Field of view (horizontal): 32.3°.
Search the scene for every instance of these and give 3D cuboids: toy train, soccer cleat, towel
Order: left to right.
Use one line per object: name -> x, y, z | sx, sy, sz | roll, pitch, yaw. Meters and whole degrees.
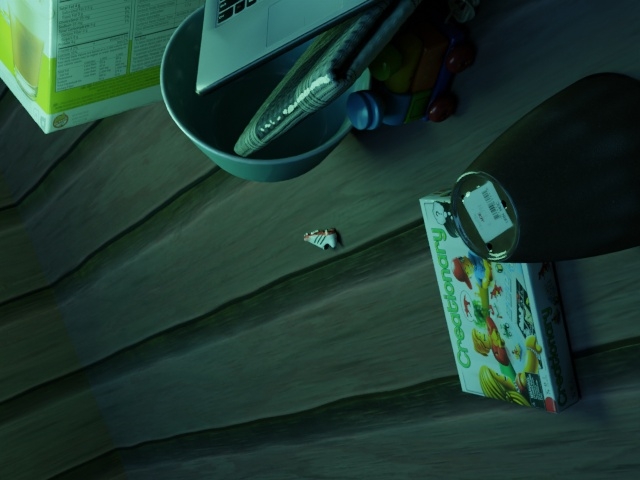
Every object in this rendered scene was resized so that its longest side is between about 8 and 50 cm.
soccer cleat -> 0.000, 0.000, 1.897 | 0.083, 0.029, 0.036 | -10, 96, 52
towel -> 0.037, -0.259, 1.455 | 0.056, 0.324, 0.312 | 40, 153, -12
toy train -> 0.122, -0.255, 1.459 | 0.105, 0.143, 0.248 | 48, 143, 28

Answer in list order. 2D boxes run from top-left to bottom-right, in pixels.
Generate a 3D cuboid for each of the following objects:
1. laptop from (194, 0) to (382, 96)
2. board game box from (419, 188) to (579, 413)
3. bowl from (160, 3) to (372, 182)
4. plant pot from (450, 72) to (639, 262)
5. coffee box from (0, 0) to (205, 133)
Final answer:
laptop -> -0.063, -0.461, 1.374 | 0.382, 0.236, 0.408 | -23, 46, 28
board game box -> 0.249, 0.080, 1.552 | 0.193, 0.053, 0.305 | 4, 111, 55
bowl -> -0.080, -0.211, 1.684 | 0.311, 0.311, 0.163 | 54, 164, 22
plant pot -> 0.269, -0.063, 1.276 | 0.215, 0.230, 0.215 | 32, 132, 43
coffee box -> -0.403, -0.450, 1.934 | 0.337, 0.338, 0.334 | 46, 141, 30
